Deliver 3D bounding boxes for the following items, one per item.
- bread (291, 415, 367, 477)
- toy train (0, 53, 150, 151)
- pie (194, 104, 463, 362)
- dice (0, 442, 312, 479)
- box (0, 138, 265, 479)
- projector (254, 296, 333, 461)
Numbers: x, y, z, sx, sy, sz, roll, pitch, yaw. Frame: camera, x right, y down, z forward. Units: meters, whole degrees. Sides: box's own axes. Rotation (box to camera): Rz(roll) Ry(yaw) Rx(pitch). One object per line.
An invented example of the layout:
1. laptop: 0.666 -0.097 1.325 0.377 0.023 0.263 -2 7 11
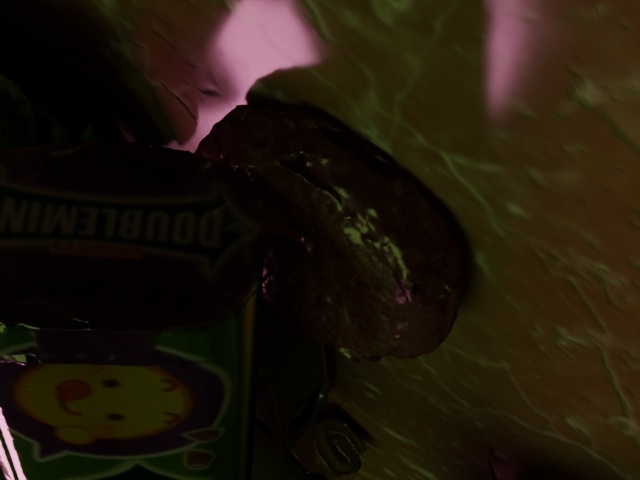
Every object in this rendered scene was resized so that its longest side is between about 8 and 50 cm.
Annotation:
1. bread: 0.001 0.142 0.837 0.047 0.036 0.083 52 160 -7
2. toy train: -0.251 -0.049 0.702 0.253 0.160 0.397 41 161 -4
3. pie: 0.000 0.000 0.533 0.154 0.038 0.153 34 157 17
4. dice: -0.194 0.279 1.063 0.330 0.318 0.322 45 159 -15
5. box: -0.098 0.091 0.615 0.134 0.097 0.345 1 146 -3
6. projector: -0.052 0.060 0.721 0.115 0.061 0.147 35 160 18
